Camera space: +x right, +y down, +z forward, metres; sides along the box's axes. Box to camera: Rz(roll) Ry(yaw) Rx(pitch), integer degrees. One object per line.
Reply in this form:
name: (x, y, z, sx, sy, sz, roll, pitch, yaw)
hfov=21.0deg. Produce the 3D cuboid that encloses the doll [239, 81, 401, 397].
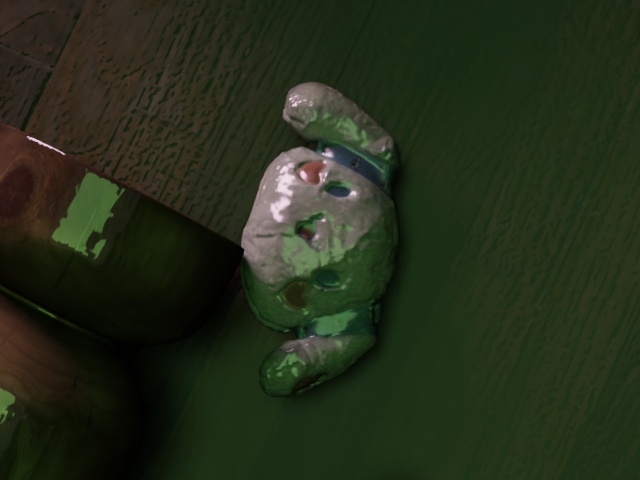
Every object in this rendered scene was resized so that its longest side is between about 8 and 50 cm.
doll: (0.000, 0.000, 1.137, 0.103, 0.071, 0.214, 8, 78, 1)

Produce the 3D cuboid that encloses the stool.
stool: (-0.187, 0.081, 1.093, 0.179, 0.179, 0.264, 27, 86, 9)
